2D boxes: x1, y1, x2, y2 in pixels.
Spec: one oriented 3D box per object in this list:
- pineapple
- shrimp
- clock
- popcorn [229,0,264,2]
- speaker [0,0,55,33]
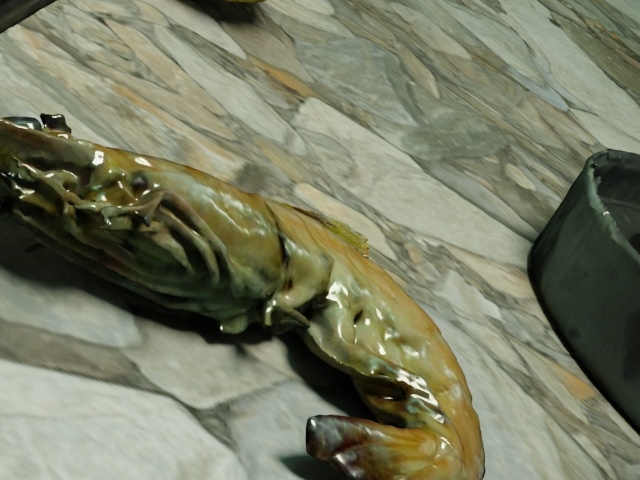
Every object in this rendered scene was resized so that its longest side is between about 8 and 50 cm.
[{"bbox_3d":[0.000,0.000,0.908,0.083,0.019,0.045,18,24,-49],"label":"pineapple"},{"bbox_3d":[-0.032,0.030,0.742,0.296,0.058,0.169,20,27,-46],"label":"shrimp"},{"bbox_3d":[0.296,0.089,1.122,0.386,0.076,0.386,32,19,-13],"label":"clock"},{"bbox_3d":[-0.057,-0.261,1.143,0.200,0.203,0.226,24,39,-4],"label":"popcorn"},{"bbox_3d":[-0.184,-0.217,0.712,0.254,0.184,0.232,47,-16,30],"label":"speaker"}]
